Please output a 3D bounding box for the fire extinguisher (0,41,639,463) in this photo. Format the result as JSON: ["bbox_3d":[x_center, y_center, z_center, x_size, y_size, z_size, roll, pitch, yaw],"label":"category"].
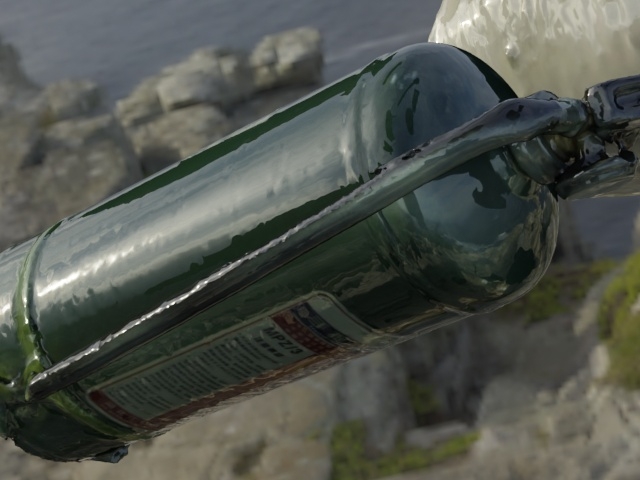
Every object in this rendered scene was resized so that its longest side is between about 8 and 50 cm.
[{"bbox_3d":[0.000,0.000,0.534,0.294,0.093,0.118,-23,-11,36],"label":"fire extinguisher"}]

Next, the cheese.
[{"bbox_3d":[0.163,-0.101,0.700,0.198,0.154,0.189,-9,1,-34],"label":"cheese"}]
